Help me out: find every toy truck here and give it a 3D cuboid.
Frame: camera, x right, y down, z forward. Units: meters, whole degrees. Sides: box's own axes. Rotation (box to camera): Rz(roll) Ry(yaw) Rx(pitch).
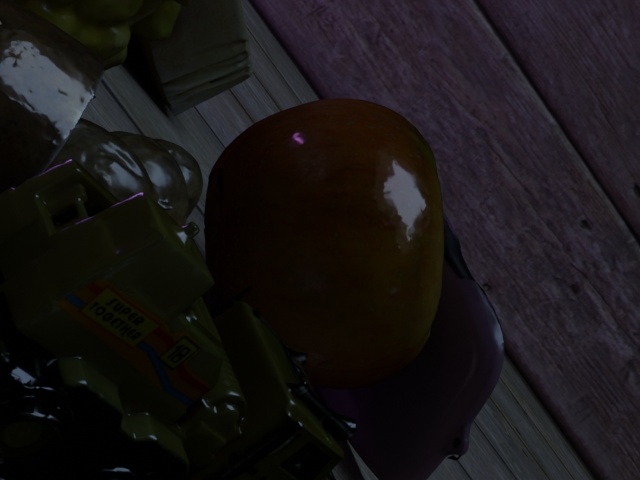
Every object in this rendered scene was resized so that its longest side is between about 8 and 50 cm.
[{"bbox_3d":[-0.065,0.074,0.744,0.257,0.127,0.127,53,6,-45],"label":"toy truck"}]

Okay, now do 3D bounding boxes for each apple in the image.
[{"bbox_3d":[0.000,0.000,1.213,0.235,0.173,0.210,-146,-119,-88],"label":"apple"}]

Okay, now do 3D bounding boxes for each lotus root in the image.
[{"bbox_3d":[-0.157,-0.059,0.771,0.081,0.112,0.122,47,11,-18],"label":"lotus root"}]

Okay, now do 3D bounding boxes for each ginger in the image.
[{"bbox_3d":[-0.121,-0.028,0.995,0.104,0.080,0.204,51,9,10],"label":"ginger"}]

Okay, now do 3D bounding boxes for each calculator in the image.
[{"bbox_3d":[0.051,0.062,1.345,0.043,0.194,0.294,13,33,-35],"label":"calculator"}]

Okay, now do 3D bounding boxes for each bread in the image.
[{"bbox_3d":[-0.145,-0.247,1.560,0.192,0.109,0.210,-114,-169,-49],"label":"bread"}]

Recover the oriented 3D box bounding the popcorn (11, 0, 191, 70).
[{"bbox_3d":[-0.149,-0.205,0.951,0.212,0.259,0.259,12,12,-2],"label":"popcorn"}]
